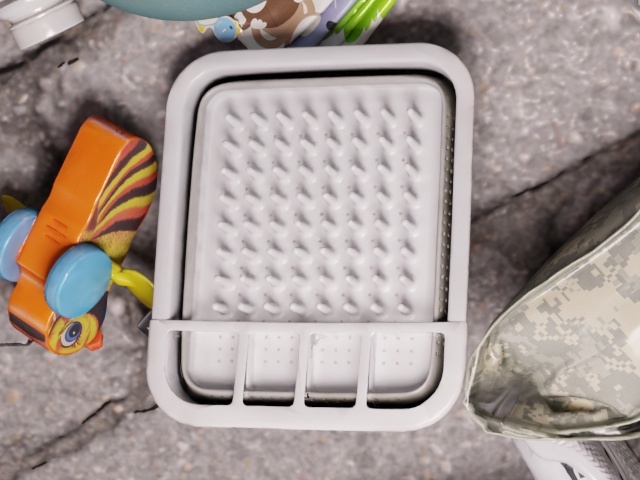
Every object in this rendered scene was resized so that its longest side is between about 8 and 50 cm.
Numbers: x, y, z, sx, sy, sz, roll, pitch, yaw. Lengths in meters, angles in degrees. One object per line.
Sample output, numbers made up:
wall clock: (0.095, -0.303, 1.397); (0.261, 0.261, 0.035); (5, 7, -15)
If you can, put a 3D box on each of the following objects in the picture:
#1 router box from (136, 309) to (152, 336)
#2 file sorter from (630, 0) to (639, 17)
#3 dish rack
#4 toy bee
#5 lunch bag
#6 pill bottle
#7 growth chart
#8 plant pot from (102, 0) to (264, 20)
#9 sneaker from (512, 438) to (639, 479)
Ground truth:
router box: (-0.063, 0.059, 1.827); (0.133, 0.046, 0.179); (42, 110, -2)
file sorter: (0.309, -0.284, 1.518); (0.193, 0.173, 0.278); (-11, 127, 22)
dish rack: (0.000, 0.000, 1.709); (0.285, 0.072, 0.333); (-1, 80, 20)
toy bee: (-0.241, 0.033, 1.821); (0.298, 0.162, 0.195); (-40, 64, 7)
lunch bag: (0.262, 0.057, 1.655); (0.287, 0.235, 0.169); (-39, 88, 21)
pill bottle: (-0.270, -0.245, 1.759); (0.078, 0.078, 0.137); (-22, 101, 17)
growth chart: (-0.047, -0.242, 1.746); (0.237, 0.021, 0.172); (32, 111, 1)
plant pot: (-0.132, -0.308, 1.625); (0.290, 0.195, 0.290); (4, 109, 11)
sneaker: (0.235, 0.319, 1.796); (0.210, 0.137, 0.366); (-34, 101, 16)
